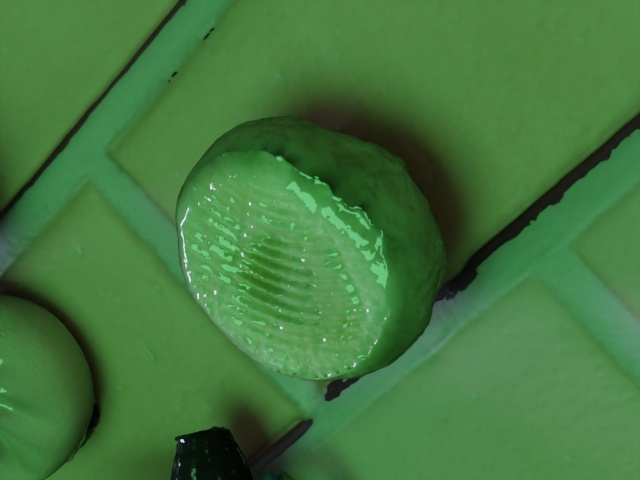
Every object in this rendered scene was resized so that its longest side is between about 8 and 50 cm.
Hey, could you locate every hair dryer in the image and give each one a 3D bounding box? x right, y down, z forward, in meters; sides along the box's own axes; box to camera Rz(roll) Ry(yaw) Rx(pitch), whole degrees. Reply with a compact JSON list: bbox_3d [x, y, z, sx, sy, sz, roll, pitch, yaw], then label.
[{"bbox_3d":[-0.143,0.252,1.203,0.219,0.075,0.195,-9,87,29],"label":"hair dryer"}]

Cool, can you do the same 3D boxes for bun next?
[{"bbox_3d":[0.000,0.000,1.041,0.195,0.118,0.195,18,123,29],"label":"bun"},{"bbox_3d":[-0.281,0.133,1.269,0.173,0.120,0.172,12,115,26],"label":"bun"}]

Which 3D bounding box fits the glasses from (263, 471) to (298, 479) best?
[{"bbox_3d":[0.034,0.288,1.163,0.207,0.102,0.239,0,112,31],"label":"glasses"}]
